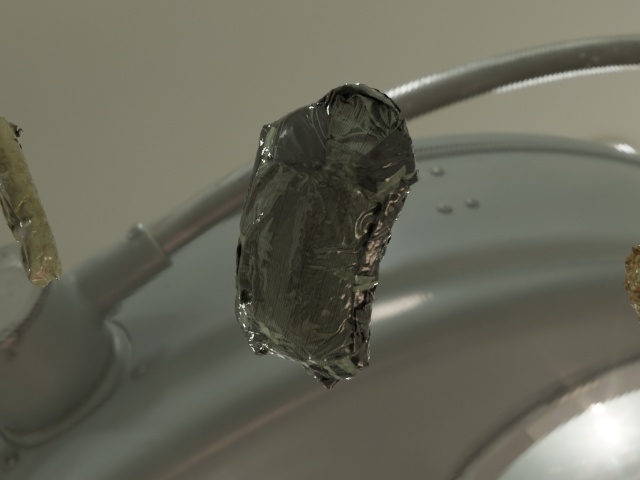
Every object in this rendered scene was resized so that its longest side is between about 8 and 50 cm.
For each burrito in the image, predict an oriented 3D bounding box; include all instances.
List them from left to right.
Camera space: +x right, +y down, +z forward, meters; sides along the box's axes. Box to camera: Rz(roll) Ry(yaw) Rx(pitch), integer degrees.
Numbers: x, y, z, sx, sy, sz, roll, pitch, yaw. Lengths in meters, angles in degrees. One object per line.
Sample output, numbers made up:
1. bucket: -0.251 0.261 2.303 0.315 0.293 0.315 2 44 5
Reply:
1. burrito: -0.311 -0.039 1.165 0.045 0.041 0.185 -13 -79 20

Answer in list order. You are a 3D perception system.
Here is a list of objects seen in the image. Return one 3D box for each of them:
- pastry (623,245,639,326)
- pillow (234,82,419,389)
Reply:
1. pastry: 0.493 0.055 1.362 0.162 0.255 0.311 -16 -23 -31
2. pillow: 0.000 0.000 1.105 0.161 0.092 0.335 18 -58 11
